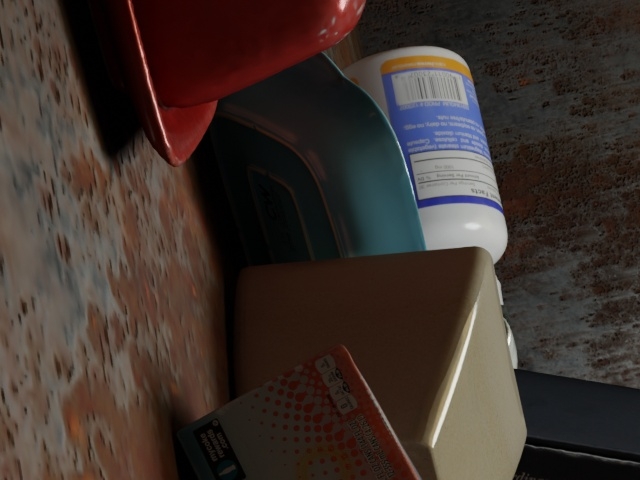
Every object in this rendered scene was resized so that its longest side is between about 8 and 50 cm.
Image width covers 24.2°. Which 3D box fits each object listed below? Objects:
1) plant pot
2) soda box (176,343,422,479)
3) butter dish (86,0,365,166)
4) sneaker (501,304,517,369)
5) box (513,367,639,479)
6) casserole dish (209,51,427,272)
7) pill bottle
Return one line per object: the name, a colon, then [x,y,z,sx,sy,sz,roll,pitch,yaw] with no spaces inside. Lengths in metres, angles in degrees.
plant pot: [0.020,0.077,0.605,0.096,0.109,0.109,-74,154,-53]
soda box: [0.025,0.127,0.457,0.183,0.063,0.058,62,-1,19]
butter dish: [-0.020,-0.121,0.503,0.160,0.118,0.160,-81,158,-75]
sneaker: [0.074,0.138,0.900,0.330,0.123,0.146,66,11,-65]
box: [0.114,0.178,0.745,0.108,0.153,0.207,-83,-177,-76]
casserole dish: [0.000,0.000,0.666,0.114,0.037,0.188,27,-39,46]
pill bottle: [0.101,-0.042,1.479,0.152,0.152,0.272,65,14,-69]
